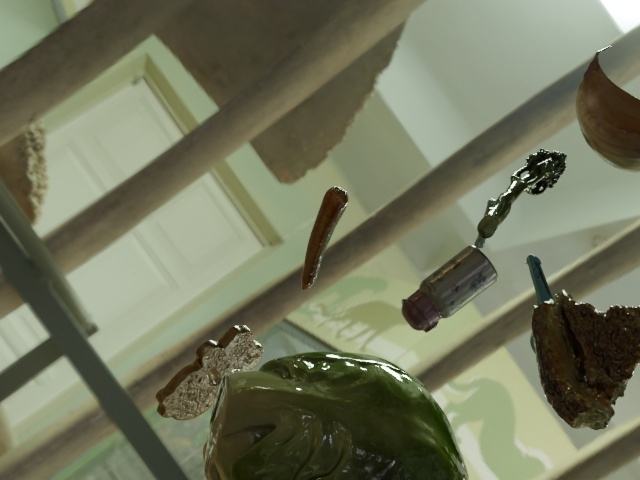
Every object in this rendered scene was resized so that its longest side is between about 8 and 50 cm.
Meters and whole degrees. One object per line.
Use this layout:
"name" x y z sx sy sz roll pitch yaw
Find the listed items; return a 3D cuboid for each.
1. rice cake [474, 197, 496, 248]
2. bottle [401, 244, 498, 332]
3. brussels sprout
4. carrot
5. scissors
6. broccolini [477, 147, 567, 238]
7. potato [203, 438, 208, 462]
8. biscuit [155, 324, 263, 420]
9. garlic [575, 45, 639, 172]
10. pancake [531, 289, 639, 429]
"rice cake" 0.387 -0.039 1.839 0.022 0.021 0.121 -130 -127 -68
"bottle" 0.294 0.119 1.834 0.110 0.233 0.110 52 -7 8
"brussels sprout" 0.018 0.286 0.987 0.354 0.289 0.281 25 25 -2
"carrot" 0.000 0.000 1.182 0.037 0.037 0.190 45 -49 31
"scissors" 0.571 0.176 1.932 0.393 0.180 0.032 -93 -154 -46
"broccolini" 0.375 -0.092 1.422 0.079 0.392 0.074 36 -56 10
"potato" -0.089 0.336 1.197 0.178 0.109 0.118 17 -25 15
"biscuit" -0.210 0.254 1.478 0.036 0.225 0.166 38 -15 36
"garlic" 0.447 -0.174 1.179 0.207 0.115 0.128 47 -34 22
"pancake" 0.412 0.152 1.203 0.244 0.057 0.266 125 -27 -46
